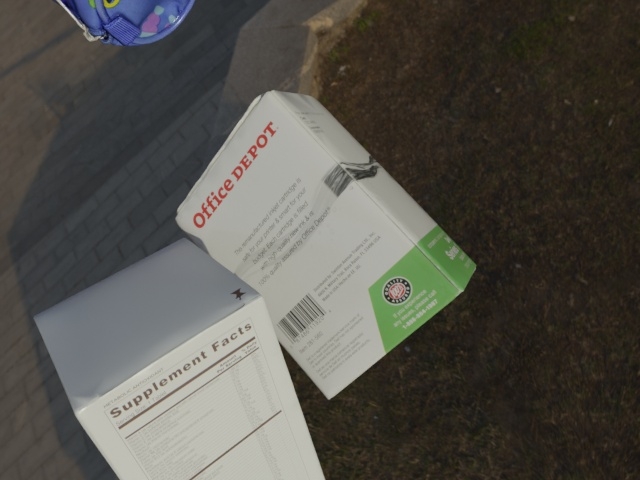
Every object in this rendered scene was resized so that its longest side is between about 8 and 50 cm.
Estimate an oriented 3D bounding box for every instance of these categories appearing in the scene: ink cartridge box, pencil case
[{"bbox_3d":[0.000,0.000,0.442,0.219,0.092,0.160,49,117,8],"label":"ink cartridge box"},{"bbox_3d":[-0.263,-0.298,0.474,0.306,0.119,0.133,34,86,11],"label":"pencil case"}]

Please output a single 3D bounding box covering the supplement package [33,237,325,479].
[{"bbox_3d":[-0.104,0.146,0.416,0.139,0.244,0.133,-31,35,-27],"label":"supplement package"}]
